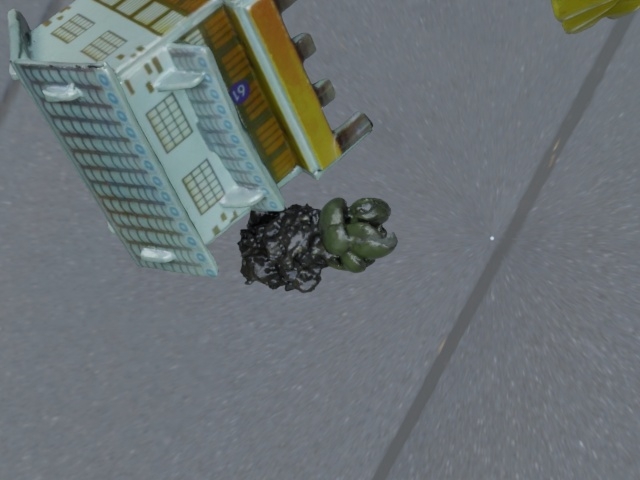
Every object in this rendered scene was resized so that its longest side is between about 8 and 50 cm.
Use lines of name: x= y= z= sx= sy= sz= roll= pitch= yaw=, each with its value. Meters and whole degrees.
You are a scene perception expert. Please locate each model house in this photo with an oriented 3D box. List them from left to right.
model house: x=-0.114 y=-0.121 z=1.079 sx=0.215 sy=0.224 sz=0.198 roll=-41 pitch=44 yaw=-17

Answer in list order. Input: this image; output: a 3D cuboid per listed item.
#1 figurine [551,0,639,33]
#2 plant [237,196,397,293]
figurine: x=0.273 y=-0.207 z=0.664 sx=0.315 sy=0.187 sz=0.168 roll=-5 pitch=100 yaw=20
plant: x=0.000 y=0.000 z=1.122 sx=0.174 sy=0.087 sz=0.085 roll=-11 pitch=80 yaw=44
